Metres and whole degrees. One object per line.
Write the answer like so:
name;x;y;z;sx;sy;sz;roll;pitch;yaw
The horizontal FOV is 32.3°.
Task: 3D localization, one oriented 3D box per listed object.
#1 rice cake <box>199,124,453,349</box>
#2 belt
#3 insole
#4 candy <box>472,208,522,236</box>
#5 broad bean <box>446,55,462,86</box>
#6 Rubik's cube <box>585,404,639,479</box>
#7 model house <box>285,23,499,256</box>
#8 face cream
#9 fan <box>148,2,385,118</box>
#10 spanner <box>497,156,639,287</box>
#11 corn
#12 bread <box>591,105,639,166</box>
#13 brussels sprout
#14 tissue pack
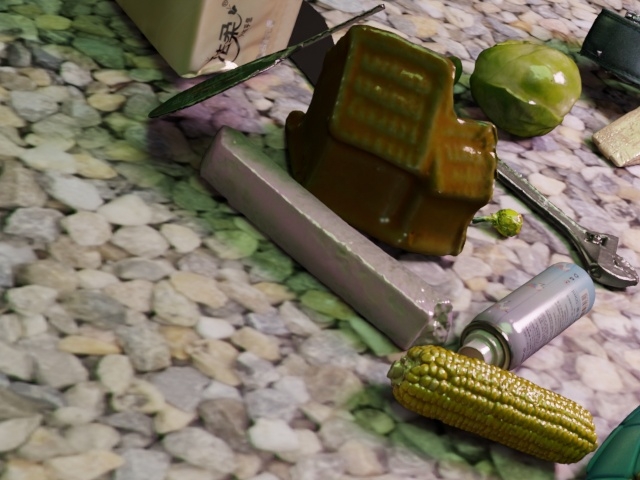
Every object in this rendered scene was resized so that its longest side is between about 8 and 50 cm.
rice cake;0.000;0.000;1.265;0.365;0.073;0.056;40;38;13
belt;0.564;-0.298;1.838;0.267;0.116;0.206;18;19;-25
insole;-0.008;-0.274;1.611;0.119;0.009;0.348;-9;51;-35
candy;0.206;-0.026;1.446;0.122;0.035;0.035;4;33;-13
broad bean;0.181;-0.212;1.625;0.069;0.039;0.227;13;41;-7
Rubik's cube;0.391;0.200;1.147;0.254;0.254;0.254;16;40;-14
model house;0.095;-0.134;1.330;0.268;0.239;0.173;24;38;-2
face cream;0.236;0.095;1.285;0.075;0.075;0.229;43;41;19
fan;-0.085;-0.199;1.298;0.012;0.294;0.223;65;30;-13
spanner;0.309;-0.044;1.524;0.325;0.026;0.093;42;42;21
corn;0.182;0.172;1.167;0.238;0.080;0.080;20;39;-9
bread;0.502;-0.151;1.751;0.152;0.105;0.077;-30;60;-11
brussels sprout;0.313;-0.225;1.649;0.183;0.131;0.145;-7;28;-34
tissue pack;-0.143;-0.467;1.421;0.205;0.405;0.332;-15;50;-35
